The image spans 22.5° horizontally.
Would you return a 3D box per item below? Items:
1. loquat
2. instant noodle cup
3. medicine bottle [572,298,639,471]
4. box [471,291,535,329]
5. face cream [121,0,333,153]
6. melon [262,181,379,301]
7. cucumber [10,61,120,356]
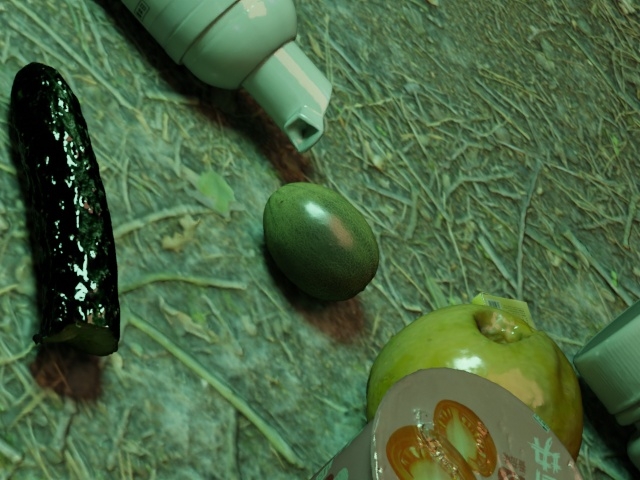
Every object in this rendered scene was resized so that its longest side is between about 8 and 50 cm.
[{"bbox_3d":[0.133,0.162,1.491,0.213,0.213,0.213,25,44,-26],"label":"loquat"},{"bbox_3d":[0.070,0.260,1.316,0.243,0.231,0.243,26,43,-27],"label":"instant noodle cup"},{"bbox_3d":[0.443,0.208,1.730,0.339,0.208,0.208,51,38,5],"label":"medicine bottle"},{"bbox_3d":[0.211,0.127,1.731,0.073,0.020,0.149,13,50,-37],"label":"box"},{"bbox_3d":[-0.113,-0.246,1.646,0.369,0.145,0.145,50,38,0],"label":"face cream"},{"bbox_3d":[0.000,0.000,1.578,0.130,0.098,0.098,51,38,0],"label":"melon"},{"bbox_3d":[-0.224,-0.034,1.416,0.081,0.072,0.303,15,49,-34],"label":"cucumber"}]
